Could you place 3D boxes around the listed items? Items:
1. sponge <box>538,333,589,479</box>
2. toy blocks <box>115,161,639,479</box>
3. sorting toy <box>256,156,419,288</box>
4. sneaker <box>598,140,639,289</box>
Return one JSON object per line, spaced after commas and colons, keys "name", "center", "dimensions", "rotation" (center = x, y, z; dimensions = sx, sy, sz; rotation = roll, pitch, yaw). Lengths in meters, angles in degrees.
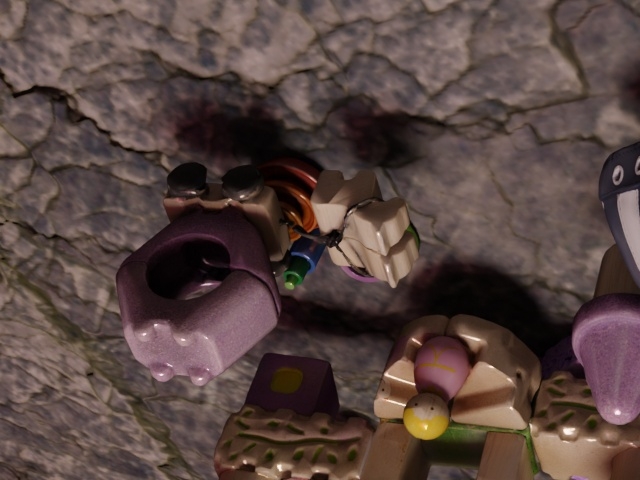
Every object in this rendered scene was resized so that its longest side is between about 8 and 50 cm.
{"name": "sponge", "center": [0.209, 0.126, 0.792], "dimensions": [0.210, 0.031, 0.117], "rotation": [33, 142, -10]}
{"name": "toy blocks", "center": [0.044, 0.164, 0.680], "dimensions": [0.289, 0.260, 0.309], "rotation": [3, 137, 22]}
{"name": "sorting toy", "center": [0.000, 0.000, 0.752], "dimensions": [0.102, 0.042, 0.061], "rotation": [31, 142, -8]}
{"name": "sneaker", "center": [0.180, -0.067, 0.530], "dimensions": [0.099, 0.153, 0.282], "rotation": [-6, 110, -15]}
